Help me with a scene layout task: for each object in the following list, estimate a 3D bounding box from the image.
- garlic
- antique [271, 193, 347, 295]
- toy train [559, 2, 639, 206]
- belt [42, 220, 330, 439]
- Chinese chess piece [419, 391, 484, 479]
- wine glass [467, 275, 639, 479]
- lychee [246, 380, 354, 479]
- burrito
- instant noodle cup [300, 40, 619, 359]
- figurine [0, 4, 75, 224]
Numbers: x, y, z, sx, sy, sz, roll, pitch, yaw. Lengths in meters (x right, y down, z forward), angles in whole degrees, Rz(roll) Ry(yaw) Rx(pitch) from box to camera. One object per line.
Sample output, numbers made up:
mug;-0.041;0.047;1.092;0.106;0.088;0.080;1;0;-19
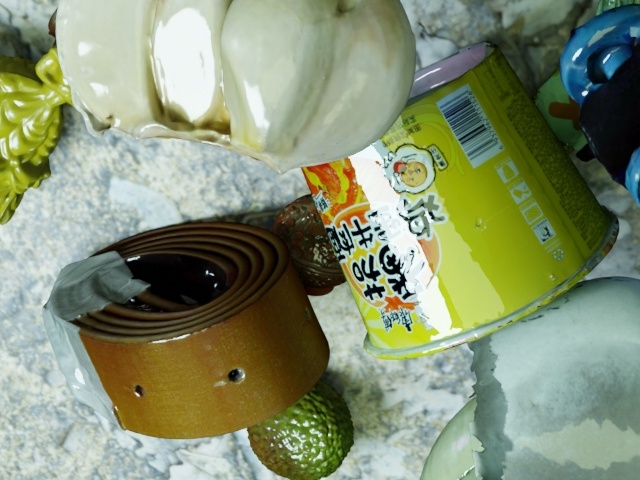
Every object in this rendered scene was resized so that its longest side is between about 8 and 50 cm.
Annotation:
garlic;-0.054;-0.170;1.042;0.281;0.185;0.203;15;109;27
antique;0.000;0.000;1.278;0.104;0.104;0.104;4;118;8
toy train;0.361;-0.131;1.061;0.265;0.188;0.300;16;127;-37
belt;-0.136;0.084;1.248;0.339;0.217;0.122;10;128;54
Chinese chess piece;0.274;0.292;1.362;0.349;0.146;0.349;4;119;8
wine glass;0.296;0.139;1.126;0.323;0.238;0.238;-2;118;-1
lychee;-0.022;0.201;1.381;0.114;0.146;0.114;-5;101;-27
burrito;0.284;-0.197;1.154;0.104;0.054;0.288;40;118;-10
instant noodle cup;0.108;-0.041;1.161;0.264;0.264;0.200;-25;102;21
figurine;-0.239;-0.151;1.199;0.315;0.168;0.187;-26;101;23
